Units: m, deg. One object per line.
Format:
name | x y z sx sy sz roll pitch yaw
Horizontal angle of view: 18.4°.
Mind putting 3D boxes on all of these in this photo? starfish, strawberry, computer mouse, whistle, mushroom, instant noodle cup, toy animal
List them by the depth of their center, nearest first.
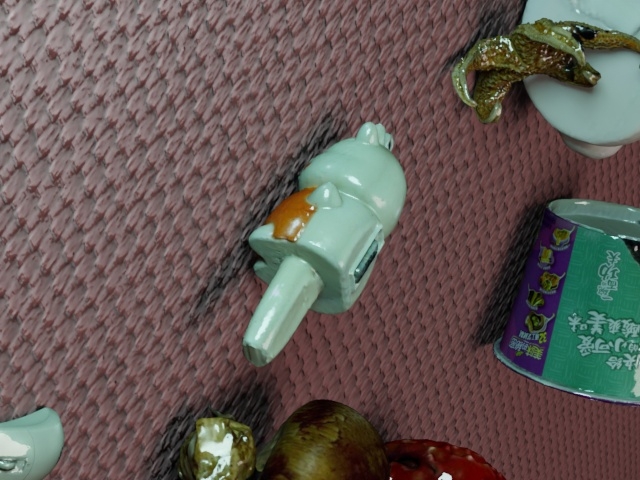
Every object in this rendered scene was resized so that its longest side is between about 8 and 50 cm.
computer mouse | -0.213 0.154 1.414 0.110 0.032 0.056 -9 121 -64
whistle | 0.002 0.001 1.649 0.102 0.106 0.253 52 53 -32
mushroom | -0.050 0.264 1.729 0.297 0.163 0.278 -49 154 -31
starfish | 0.221 -0.173 1.898 0.146 0.190 0.074 55 19 -71
toy animal | 0.359 -0.247 2.084 0.367 0.196 0.241 -46 159 -35
strawberry | 0.093 0.293 2.117 0.280 0.150 0.253 -39 167 -51
instant noodle cup | 0.342 0.065 2.323 0.251 0.251 0.190 -16 120 -62
